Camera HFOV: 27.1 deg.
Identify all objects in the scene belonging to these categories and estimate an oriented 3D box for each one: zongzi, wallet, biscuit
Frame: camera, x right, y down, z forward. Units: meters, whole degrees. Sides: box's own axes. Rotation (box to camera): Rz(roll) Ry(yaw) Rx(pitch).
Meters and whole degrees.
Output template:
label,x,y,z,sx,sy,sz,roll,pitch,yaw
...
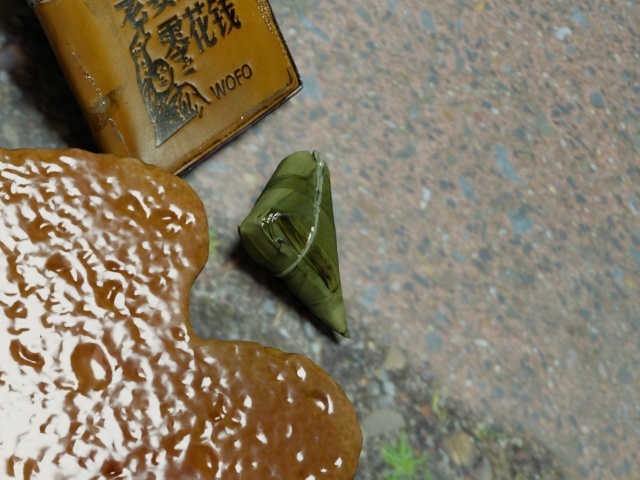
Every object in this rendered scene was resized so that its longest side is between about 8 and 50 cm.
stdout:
label,x,y,z,sx,sy,sz,roll,pitch,yaw
zongzi,0.000,0.000,0.961,0.113,0.052,0.104,47,43,-16
wallet,-0.102,-0.140,0.944,0.195,0.042,0.161,-42,115,-42
biscuit,-0.115,0.067,0.845,0.262,0.052,0.277,-6,69,-34

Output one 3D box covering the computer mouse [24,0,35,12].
label,x,y,z,sx,sy,sz,roll,pitch,yaw
computer mouse,-0.186,-0.247,0.971,0.167,0.090,0.379,-1,79,-44
